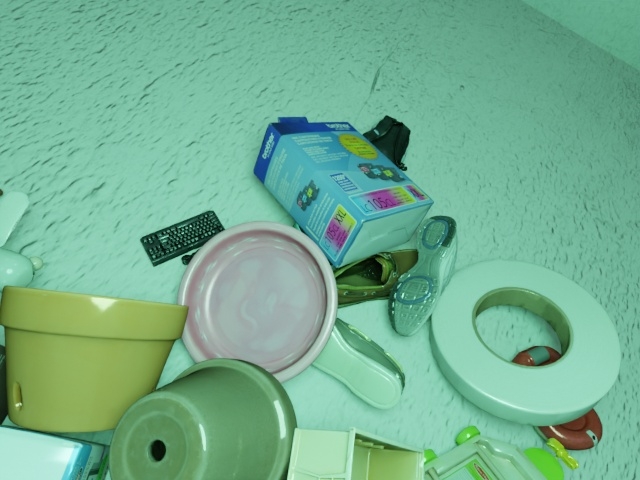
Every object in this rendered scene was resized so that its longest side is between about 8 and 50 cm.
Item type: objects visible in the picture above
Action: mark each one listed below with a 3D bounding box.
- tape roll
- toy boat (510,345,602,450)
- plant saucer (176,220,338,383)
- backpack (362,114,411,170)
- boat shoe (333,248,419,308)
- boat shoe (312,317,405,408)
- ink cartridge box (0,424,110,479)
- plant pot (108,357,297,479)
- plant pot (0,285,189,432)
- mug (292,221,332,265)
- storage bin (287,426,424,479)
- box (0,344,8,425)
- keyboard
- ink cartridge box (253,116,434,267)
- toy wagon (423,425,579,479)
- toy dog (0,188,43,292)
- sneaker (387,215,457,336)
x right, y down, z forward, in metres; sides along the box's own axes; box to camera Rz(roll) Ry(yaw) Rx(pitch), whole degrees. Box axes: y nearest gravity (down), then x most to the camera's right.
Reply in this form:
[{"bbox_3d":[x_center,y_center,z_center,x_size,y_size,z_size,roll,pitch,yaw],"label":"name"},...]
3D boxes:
[{"bbox_3d":[0.445,0.208,0.946,0.391,0.072,0.392,-5,47,5],"label":"tape roll"},{"bbox_3d":[0.550,0.348,0.946,0.150,0.151,0.231,-15,69,-21],"label":"toy boat"},{"bbox_3d":[-0.125,0.127,0.862,0.331,0.084,0.333,-2,76,9],"label":"plant saucer"},{"bbox_3d":[0.175,-0.261,1.174,0.151,0.115,0.182,34,59,-11],"label":"backpack"},{"bbox_3d":[0.146,0.083,0.998,0.307,0.104,0.111,-19,69,-24],"label":"boat shoe"},{"bbox_3d":[0.048,0.233,0.906,0.304,0.109,0.091,36,19,17],"label":"boat shoe"},{"bbox_3d":[-0.447,0.380,0.597,0.197,0.270,0.198,15,61,-9],"label":"ink cartridge box"},{"bbox_3d":[-0.189,0.314,0.650,0.262,0.229,0.263,-4,72,12],"label":"plant pot"},{"bbox_3d":[-0.390,0.196,0.719,0.290,0.291,0.204,8,79,-11],"label":"plant pot"},{"bbox_3d":[-0.001,0.006,0.995,0.157,0.097,0.130,3,44,-30],"label":"mug"},{"bbox_3d":[0.061,0.467,0.693,0.262,0.123,0.261,40,49,-43],"label":"storage bin"},{"bbox_3d":[-0.635,0.237,0.677,0.203,0.167,0.169,15,61,-7],"label":"box"},{"bbox_3d":[-0.308,0.000,0.966,0.180,0.023,0.108,-26,73,-24],"label":"keyboard"},{"bbox_3d":[0.031,-0.148,0.993,0.269,0.151,0.395,-16,54,-43],"label":"ink cartridge box"},{"bbox_3d":[0.355,0.499,0.812,0.344,0.068,0.267,-16,40,-22],"label":"toy wagon"},{"bbox_3d":[-0.645,-0.025,0.815,0.334,0.220,0.161,52,31,5],"label":"toy dog"},{"bbox_3d":[0.258,0.092,0.971,0.110,0.129,0.297,16,70,41],"label":"sneaker"}]
